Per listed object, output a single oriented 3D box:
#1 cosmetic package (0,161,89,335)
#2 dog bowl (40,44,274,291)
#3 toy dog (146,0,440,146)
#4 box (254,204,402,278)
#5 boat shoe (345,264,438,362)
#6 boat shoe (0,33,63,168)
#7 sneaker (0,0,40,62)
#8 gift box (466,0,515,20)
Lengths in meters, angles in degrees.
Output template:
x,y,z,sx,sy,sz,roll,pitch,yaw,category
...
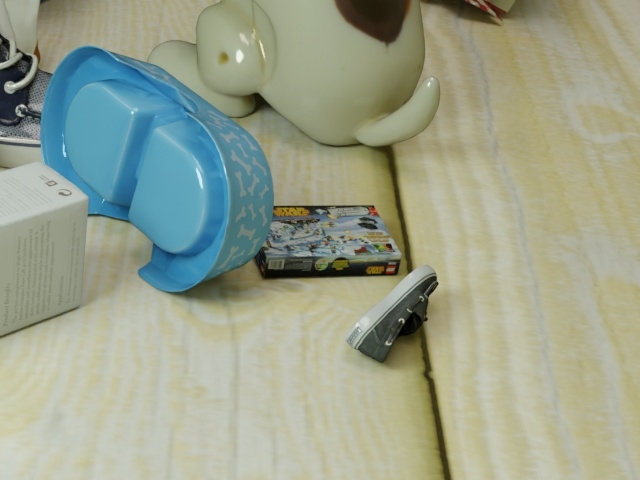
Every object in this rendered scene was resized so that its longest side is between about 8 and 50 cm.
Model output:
x,y,z,sx,sy,sz,roll,pitch,yaw,category
-0.308,0.024,1.228,0.231,0.117,0.085,-19,40,-41,cosmetic package
-0.153,-0.071,1.396,0.074,0.166,0.297,-4,32,-44,dog bowl
-0.006,-0.331,1.625,0.284,0.408,0.395,-8,34,-26,toy dog
0.000,0.000,1.442,0.137,0.027,0.094,-1,33,-17,box
0.072,0.068,1.335,0.040,0.049,0.142,39,39,11,boat shoe
-0.339,-0.172,1.510,0.340,0.158,0.127,5,30,-8,boat shoe
-0.380,-0.320,1.659,0.105,0.290,0.123,-6,9,21,sneaker
0.230,-0.469,2.094,0.276,0.258,0.255,30,29,-3,gift box
